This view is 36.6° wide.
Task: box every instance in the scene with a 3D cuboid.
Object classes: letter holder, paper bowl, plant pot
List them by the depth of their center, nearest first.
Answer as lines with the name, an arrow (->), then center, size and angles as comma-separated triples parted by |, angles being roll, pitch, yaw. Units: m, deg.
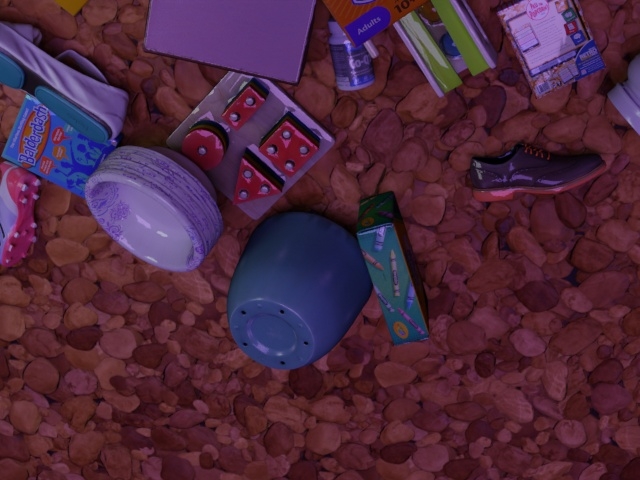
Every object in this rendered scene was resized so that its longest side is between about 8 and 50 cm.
letter holder -> -0.161, -0.443, 1.829 | 0.301, 0.152, 0.214 | 12, 114, -1
paper bowl -> -0.326, -0.079, 1.980 | 0.284, 0.148, 0.284 | 24, 147, 17
plant pot -> -0.061, 0.124, 2.006 | 0.293, 0.235, 0.293 | 11, 127, 15

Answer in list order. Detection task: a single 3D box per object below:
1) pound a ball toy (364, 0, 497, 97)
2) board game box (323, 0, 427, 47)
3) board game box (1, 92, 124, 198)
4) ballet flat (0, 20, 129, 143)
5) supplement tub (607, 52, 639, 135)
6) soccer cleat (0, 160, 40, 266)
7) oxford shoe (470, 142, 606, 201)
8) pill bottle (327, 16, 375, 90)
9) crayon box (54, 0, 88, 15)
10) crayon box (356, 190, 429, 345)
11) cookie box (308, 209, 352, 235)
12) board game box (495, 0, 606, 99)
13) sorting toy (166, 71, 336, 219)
pound a ball toy -> 0.165, -0.425, 1.820 | 0.208, 0.136, 0.319 | -28, 111, 23
board game box -> 0.070, -0.608, 1.523 | 0.356, 0.356, 0.356 | -33, 136, 9
board game box -> -0.543, -0.200, 2.035 | 0.210, 0.047, 0.160 | 27, 115, -7
ballet flat -> -0.558, -0.346, 1.928 | 0.400, 0.139, 0.139 | 33, 114, -13
supplement tub -> 0.718, -0.307, 1.771 | 0.235, 0.235, 0.325 | 41, 112, -14
soccer cleat -> -0.671, -0.057, 2.109 | 0.095, 0.083, 0.248 | 34, 124, 22
oxford shoe -> 0.436, -0.149, 1.953 | 0.271, 0.097, 0.098 | -11, 109, 10
pill bottle -> 0.058, -0.368, 1.885 | 0.078, 0.078, 0.137 | -9, 115, 9
crayon box -> -0.482, -0.634, 1.719 | 0.313, 0.106, 0.363 | -41, 127, 18
crayon box -> 0.154, 0.058, 2.036 | 0.081, 0.165, 0.278 | -14, 114, 12
cookie box -> 0.000, 0.000, 2.089 | 0.107, 0.040, 0.092 | 31, 115, -10
board game box -> 0.443, -0.390, 1.860 | 0.146, 0.045, 0.193 | -24, 112, 16
sorting toy -> -0.148, -0.193, 1.981 | 0.257, 0.089, 0.255 | 41, 112, -15
